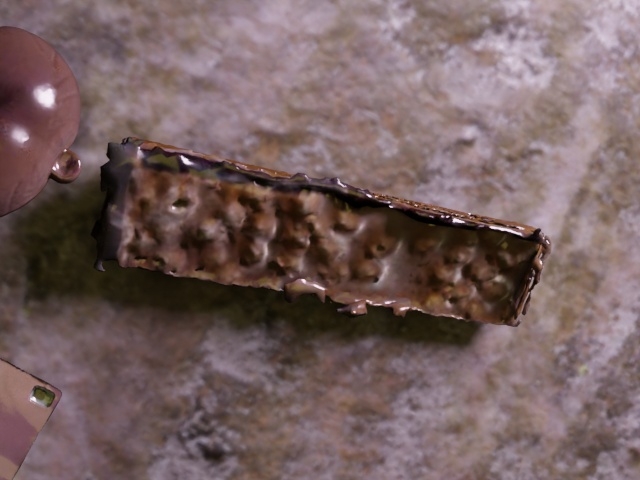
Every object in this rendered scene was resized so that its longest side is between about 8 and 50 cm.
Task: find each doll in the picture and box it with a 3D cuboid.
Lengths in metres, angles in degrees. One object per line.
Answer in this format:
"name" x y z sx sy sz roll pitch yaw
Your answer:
"doll" -0.245 -0.096 1.103 0.145 0.096 0.188 -37 78 -19

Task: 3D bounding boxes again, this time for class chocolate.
"chocolate" 0.000 -0.005 1.172 0.329 0.065 0.102 11 112 -11

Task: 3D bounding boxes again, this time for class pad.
"pad" -0.278 0.161 1.158 0.113 0.006 0.188 30 91 -14
